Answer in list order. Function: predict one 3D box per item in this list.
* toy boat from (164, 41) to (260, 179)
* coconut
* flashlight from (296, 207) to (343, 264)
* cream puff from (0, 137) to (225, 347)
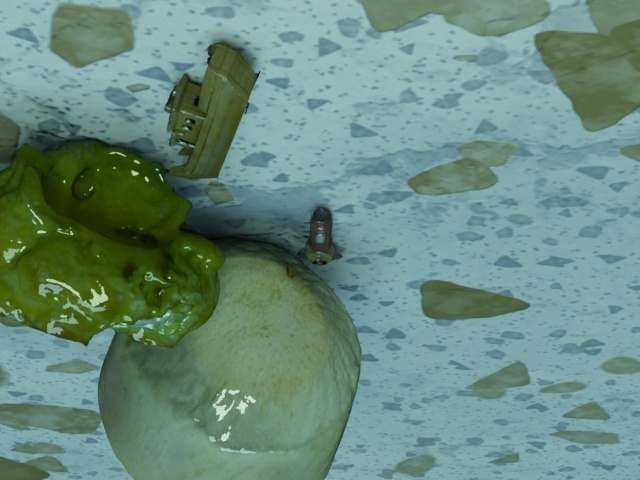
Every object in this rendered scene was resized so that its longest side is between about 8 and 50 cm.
[{"bbox_3d":[-0.109,-0.115,1.485,0.072,0.064,0.206,21,151,-6],"label":"toy boat"},{"bbox_3d":[-0.099,0.163,1.784,0.329,0.328,0.329,2,154,1],"label":"coconut"},{"bbox_3d":[0.000,0.000,1.736,0.052,0.031,0.110,3,154,0],"label":"flashlight"},{"bbox_3d":[-0.227,-0.004,1.569,0.282,0.185,0.282,19,-177,-1],"label":"cream puff"}]
